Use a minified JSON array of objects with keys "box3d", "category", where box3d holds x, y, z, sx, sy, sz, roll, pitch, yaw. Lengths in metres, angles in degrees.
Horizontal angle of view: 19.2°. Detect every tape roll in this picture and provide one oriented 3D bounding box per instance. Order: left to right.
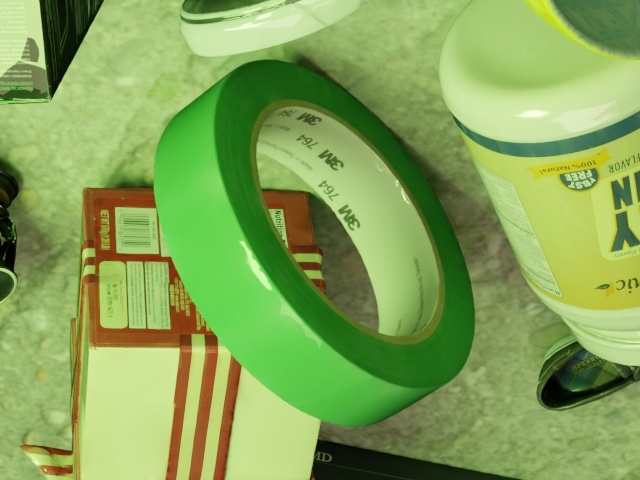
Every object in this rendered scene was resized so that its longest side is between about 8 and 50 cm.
[{"box3d":[0.000,0.000,1.619,0.077,0.321,0.321,-33,122,30],"category":"tape roll"}]

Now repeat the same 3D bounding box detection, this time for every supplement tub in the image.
[{"box3d":[0.252,-0.068,1.595,0.228,0.228,0.316,-15,129,18],"category":"supplement tub"}]

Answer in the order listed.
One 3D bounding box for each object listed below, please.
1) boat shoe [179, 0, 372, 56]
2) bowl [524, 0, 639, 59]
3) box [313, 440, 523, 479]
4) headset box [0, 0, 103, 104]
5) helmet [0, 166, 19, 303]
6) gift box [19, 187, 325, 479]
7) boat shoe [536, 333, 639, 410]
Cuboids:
[{"box3d":[0.023,-0.262,1.532,0.335,0.121,0.119,-24,119,11],"category":"boat shoe"},{"box3d":[0.210,-0.291,1.392,0.289,0.156,0.289,-16,118,-32],"category":"bowl"},{"box3d":[0.046,0.393,1.981,0.343,0.312,0.179,12,133,-5],"category":"box"},{"box3d":[-0.307,-0.220,1.486,0.246,0.283,0.131,0,117,4],"category":"headset box"},{"box3d":[-0.365,-0.013,1.751,0.169,0.169,0.161,-31,139,29],"category":"helmet"},{"box3d":[-0.140,0.109,1.785,0.276,0.255,0.258,3,131,-5],"category":"gift box"},{"box3d":[0.294,0.106,1.828,0.228,0.076,0.080,-28,108,41],"category":"boat shoe"}]
